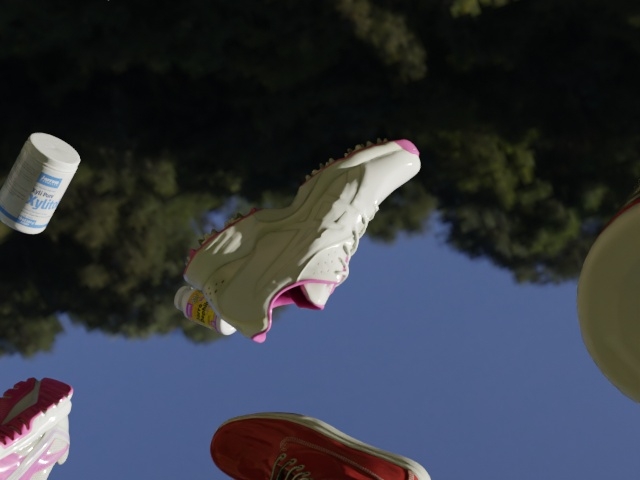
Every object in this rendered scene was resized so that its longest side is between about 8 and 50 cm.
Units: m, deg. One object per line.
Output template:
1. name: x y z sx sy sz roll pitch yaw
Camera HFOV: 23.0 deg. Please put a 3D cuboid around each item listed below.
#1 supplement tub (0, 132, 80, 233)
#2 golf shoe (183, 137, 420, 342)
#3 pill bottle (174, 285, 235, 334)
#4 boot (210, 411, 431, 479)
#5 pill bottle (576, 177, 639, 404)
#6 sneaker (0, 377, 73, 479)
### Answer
1. supplement tub: -0.344 -0.068 1.904 0.107 0.071 0.071 -59 -156 21
2. golf shoe: 0.000 0.000 1.773 0.306 0.115 0.140 -33 -104 -13
3. pill bottle: -0.137 0.082 1.907 0.083 0.043 0.043 20 -128 35
4. boot: -0.030 0.241 1.570 0.244 0.088 0.176 13 -168 25
5. pill bottle: 0.324 0.015 1.299 0.176 0.176 0.318 -10 -170 22
6. sneaker: -0.376 0.264 1.804 0.103 0.111 0.252 17 -142 43
